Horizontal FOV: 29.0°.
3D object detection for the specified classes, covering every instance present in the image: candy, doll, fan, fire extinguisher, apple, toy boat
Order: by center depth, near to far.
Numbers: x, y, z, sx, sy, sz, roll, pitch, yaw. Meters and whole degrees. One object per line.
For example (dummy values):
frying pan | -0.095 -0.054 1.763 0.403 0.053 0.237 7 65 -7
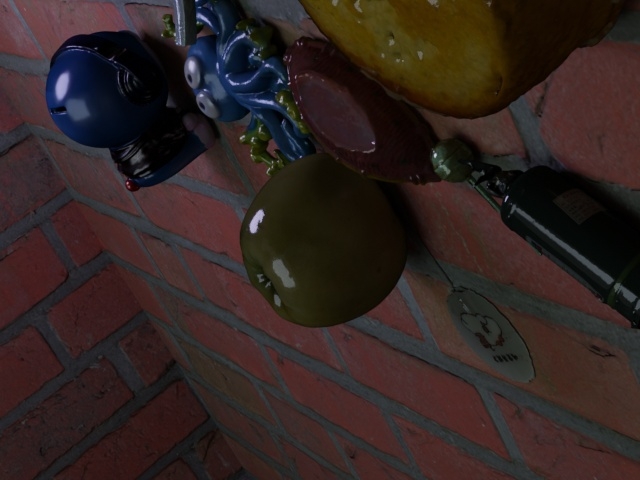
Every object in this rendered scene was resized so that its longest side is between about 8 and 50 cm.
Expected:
fire extinguisher | 0.289 -0.016 1.453 0.294 0.118 0.093 41 123 29
candy | 0.221 -0.053 1.620 0.202 0.061 0.061 45 161 -6
toy boat | 0.044 -0.180 1.718 0.318 0.099 0.141 43 118 24
apple | 0.000 0.000 1.913 0.262 0.262 0.262 44 159 22
fan | 0.219 0.094 1.925 0.329 0.009 0.191 54 161 -5
doll | -0.131 -0.248 1.972 0.346 0.099 0.341 61 159 -14
doll | -0.373 -0.255 2.323 0.284 0.240 0.310 -1 131 49

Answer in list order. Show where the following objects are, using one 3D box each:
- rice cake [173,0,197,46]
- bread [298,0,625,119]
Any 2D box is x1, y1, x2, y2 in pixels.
rice cake | -0.213 -0.390 1.913 0.042 0.030 0.180 28 124 52
bread | 0.115 -0.295 1.177 0.398 0.215 0.398 41 162 17
